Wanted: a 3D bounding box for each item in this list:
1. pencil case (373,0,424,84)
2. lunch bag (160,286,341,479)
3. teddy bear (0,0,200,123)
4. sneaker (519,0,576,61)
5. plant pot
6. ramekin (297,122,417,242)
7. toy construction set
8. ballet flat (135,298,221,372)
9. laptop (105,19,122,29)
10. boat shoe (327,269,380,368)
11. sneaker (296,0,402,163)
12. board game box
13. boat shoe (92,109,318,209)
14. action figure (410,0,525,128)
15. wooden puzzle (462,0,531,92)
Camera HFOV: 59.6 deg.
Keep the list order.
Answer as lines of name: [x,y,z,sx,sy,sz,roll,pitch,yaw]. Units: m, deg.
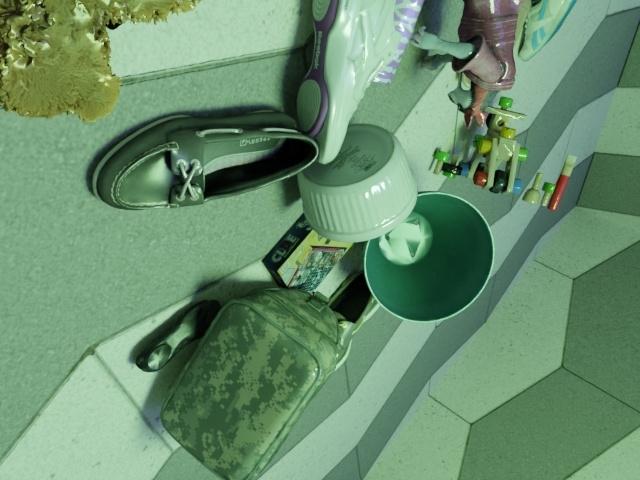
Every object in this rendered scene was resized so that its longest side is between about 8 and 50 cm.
pencil case: [0.112,-0.362,0.918,0.088,0.086,0.206,-17,131,-56]
lunch bag: [-0.103,0.240,1.005,0.305,0.212,0.256,-58,166,13]
teddy bear: [-0.206,-0.266,0.450,0.245,0.113,0.338,-18,142,-32]
sneaker: [0.570,-0.564,1.443,0.087,0.092,0.229,-45,167,-27]
plant pot: [0.221,0.016,1.285,0.290,0.290,0.195,-65,-166,10]
ramekin: [0.057,-0.108,0.958,0.207,0.207,0.109,-45,139,-23]
toy construction set: [0.490,-0.236,1.423,0.257,0.308,0.237,-11,121,-63]
ballet flat: [-0.232,0.149,0.918,0.173,0.049,0.058,-40,118,-39]
laptop: [-0.192,-0.382,0.511,0.264,0.137,0.234,-35,151,10]
boat shoe: [0.042,0.189,1.299,0.305,0.109,0.091,-49,149,-30]
sneaker: [0.052,-0.259,0.850,0.152,0.114,0.305,-4,121,-29]
board game box: [0.000,0.000,1.122,0.243,0.042,0.165,-50,149,-17]
boat shoe: [-0.135,-0.110,0.760,0.335,0.095,0.112,-27,138,-44]
action figure: [0.303,-0.383,0.987,0.248,0.275,0.371,-62,149,-63]
wooden puzzle: [0.412,-0.478,1.324,0.220,0.044,0.239,-14,123,-51]
